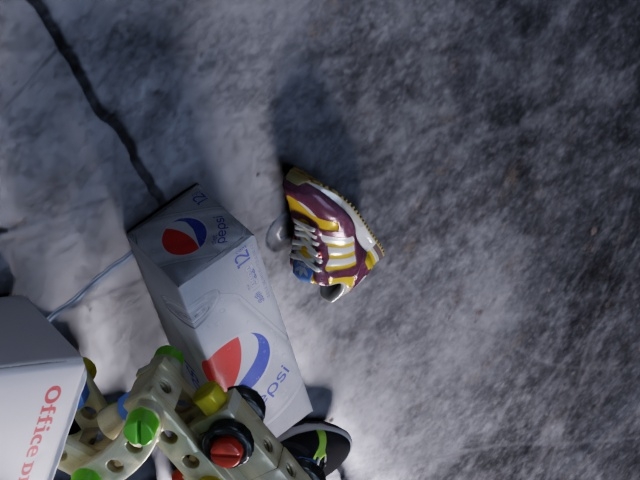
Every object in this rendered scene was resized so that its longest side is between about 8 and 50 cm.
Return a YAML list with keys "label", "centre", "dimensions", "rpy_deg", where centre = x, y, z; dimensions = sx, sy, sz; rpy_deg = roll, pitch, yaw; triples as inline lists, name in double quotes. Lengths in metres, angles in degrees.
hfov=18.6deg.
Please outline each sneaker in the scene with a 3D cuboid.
- label: "sneaker"
  centre: [0.000, 0.000, 1.951]
  dimensions: [0.084, 0.069, 0.185]
  rpy_deg: [-50, 142, -7]
- label: "sneaker"
  centre: [-0.047, 0.266, 2.109]
  dimensions: [0.234, 0.097, 0.084]
  rpy_deg: [-12, 130, -38]

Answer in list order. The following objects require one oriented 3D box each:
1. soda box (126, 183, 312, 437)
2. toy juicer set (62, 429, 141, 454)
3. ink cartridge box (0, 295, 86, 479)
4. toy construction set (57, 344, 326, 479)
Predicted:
- label: "soda box"
  centre: [-0.095, 0.085, 1.908]
  dimensions: [0.091, 0.098, 0.286]
  rpy_deg: [-35, 141, -17]
- label: "toy juicer set"
  centre: [-0.220, 0.302, 1.978]
  dimensions: [0.209, 0.089, 0.329]
  rpy_deg: [-26, 136, -27]
- label: "ink cartridge box"
  centre: [-0.370, 0.169, 1.693]
  dimensions: [0.283, 0.117, 0.207]
  rpy_deg: [-4, 124, -42]
- label: "toy construction set"
  centre: [-0.121, 0.230, 1.876]
  dimensions: [0.215, 0.151, 0.327]
  rpy_deg: [-27, 129, 26]
